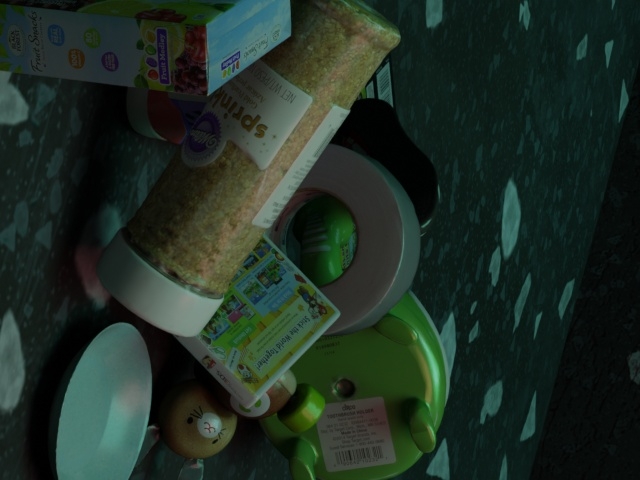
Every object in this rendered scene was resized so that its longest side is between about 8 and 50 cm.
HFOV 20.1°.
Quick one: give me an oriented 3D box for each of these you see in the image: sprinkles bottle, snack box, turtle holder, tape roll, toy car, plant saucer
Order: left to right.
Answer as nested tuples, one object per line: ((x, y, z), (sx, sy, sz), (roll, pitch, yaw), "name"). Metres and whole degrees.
((-0.227, 0.173, 1.781), (0.195, 0.037, 0.195), (10, 90, -70), "plant saucer")
((-0.153, -0.192, 1.570), (0.174, 0.207, 0.070), (-44, 139, -57), "snack box")
((-0.121, 0.189, 1.940), (0.155, 0.149, 0.188), (43, 79, -24), "toy car")
((-0.069, -0.082, 1.695), (0.355, 0.121, 0.121), (-55, 162, 11), "sprinkles bottle")
((0.000, 0.000, 2.043), (0.072, 0.219, 0.219), (10, 89, -71), "tape roll")
((0.019, 0.131, 2.197), (0.243, 0.320, 0.227), (-40, -174, 16), "turtle holder")

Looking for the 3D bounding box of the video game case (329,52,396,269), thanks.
((0.047, -0.082, 2.370), (0.248, 0.035, 0.274), (-52, 142, -53), "video game case")

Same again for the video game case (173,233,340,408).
((-0.097, 0.052, 1.883), (0.026, 0.206, 0.227), (-45, 178, 30), "video game case")

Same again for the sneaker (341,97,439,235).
((0.089, -0.046, 2.192), (0.270, 0.090, 0.145), (-111, -168, -51), "sneaker")

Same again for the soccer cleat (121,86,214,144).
((-0.091, -0.133, 1.888), (0.318, 0.116, 0.108), (10, 90, -69), "soccer cleat")
